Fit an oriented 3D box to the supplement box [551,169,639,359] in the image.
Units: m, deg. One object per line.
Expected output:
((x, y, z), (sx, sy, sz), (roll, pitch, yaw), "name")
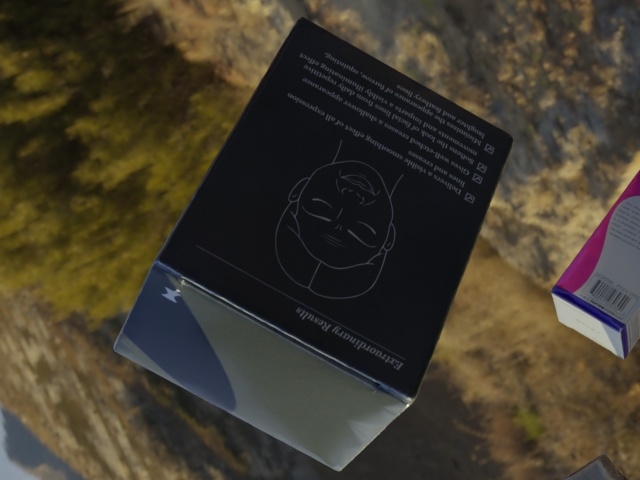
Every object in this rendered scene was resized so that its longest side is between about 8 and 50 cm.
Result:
((0.423, 0.031, 1.648), (0.111, 0.220, 0.114), (33, 167, 28), "supplement box")

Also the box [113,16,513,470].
((0.000, 0.000, 1.367), (0.293, 0.395, 0.212), (30, 143, -4), "box")

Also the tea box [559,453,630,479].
((0.183, 0.390, 0.861), (0.220, 0.323, 0.329), (41, -165, -54), "tea box")
